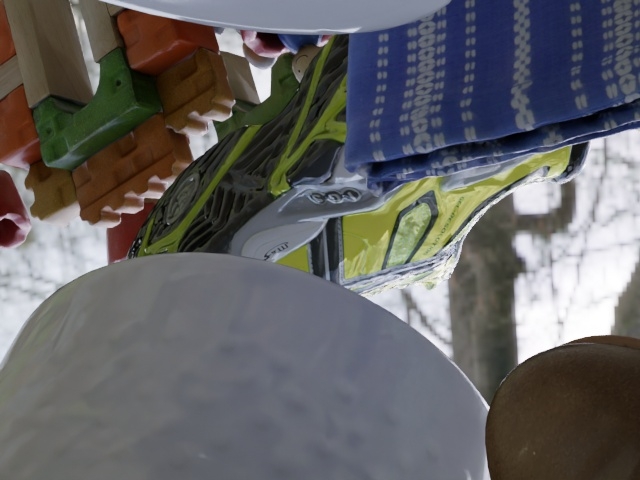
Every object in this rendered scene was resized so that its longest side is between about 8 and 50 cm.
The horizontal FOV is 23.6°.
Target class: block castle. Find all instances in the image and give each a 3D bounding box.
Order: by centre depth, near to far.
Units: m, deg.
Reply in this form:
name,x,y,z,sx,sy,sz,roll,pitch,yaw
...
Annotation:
name,x,y,z,sx,sy,sz,roll,pitch,yaw
block castle,-0.103,-0.110,1.312,0.453,0.213,0.303,-29,156,31

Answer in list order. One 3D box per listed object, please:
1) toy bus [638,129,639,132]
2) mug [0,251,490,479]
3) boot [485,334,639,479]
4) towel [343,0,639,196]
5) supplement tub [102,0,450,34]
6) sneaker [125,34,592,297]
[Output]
name,x,y,z,sx,sy,sz,roll,pitch,yaw
toy bus,0.341,-0.213,1.296,0.220,0.149,0.211,-53,-165,-15
mug,-0.043,0.245,0.694,0.276,0.374,0.328,-28,-154,35
boot,0.110,0.105,0.426,0.115,0.112,0.305,19,-164,-28
towel,0.158,-0.157,0.535,0.336,0.040,0.243,-15,-125,23
supplement tub,-0.020,-0.249,0.457,0.235,0.325,0.235,13,170,2
sneaker,0.000,0.000,0.937,0.384,0.147,0.145,-35,-148,39
